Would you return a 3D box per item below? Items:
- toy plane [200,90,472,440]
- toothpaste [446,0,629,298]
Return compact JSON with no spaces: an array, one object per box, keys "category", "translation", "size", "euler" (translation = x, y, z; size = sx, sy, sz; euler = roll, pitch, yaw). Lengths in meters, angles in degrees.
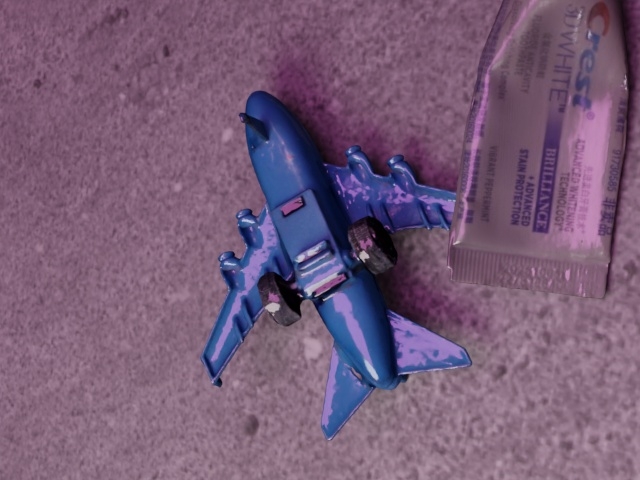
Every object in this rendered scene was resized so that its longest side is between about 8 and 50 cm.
[{"category":"toy plane","translation":[0.000,0.000,0.905],"size":[0.254,0.105,0.271],"euler":[-30,77,13]},{"category":"toothpaste","translation":[0.156,-0.105,0.827],"size":[0.099,0.068,0.282],"euler":[9,93,34]}]
